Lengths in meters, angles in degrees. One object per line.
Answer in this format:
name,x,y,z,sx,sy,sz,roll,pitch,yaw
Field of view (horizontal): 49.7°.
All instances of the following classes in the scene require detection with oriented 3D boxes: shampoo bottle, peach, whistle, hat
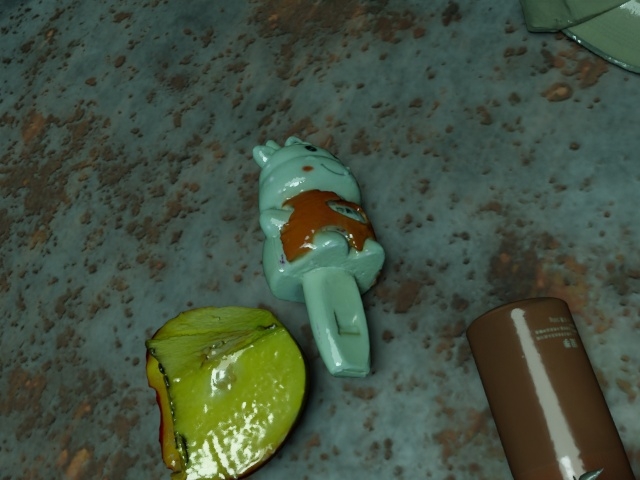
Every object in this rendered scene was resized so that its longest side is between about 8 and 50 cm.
shampoo bottle,0.175,0.163,0.490,0.085,0.085,0.244,-16,65,11
peach,-0.074,0.128,0.569,0.151,0.118,0.151,-5,37,4
whistle,-0.002,0.001,0.605,0.101,0.106,0.253,-6,56,-8
hat,0.287,-0.239,0.631,0.147,0.085,0.175,-44,60,-6

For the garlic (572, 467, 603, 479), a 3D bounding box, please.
garlic,0.233,0.155,0.371,0.207,0.207,0.257,5,42,20
